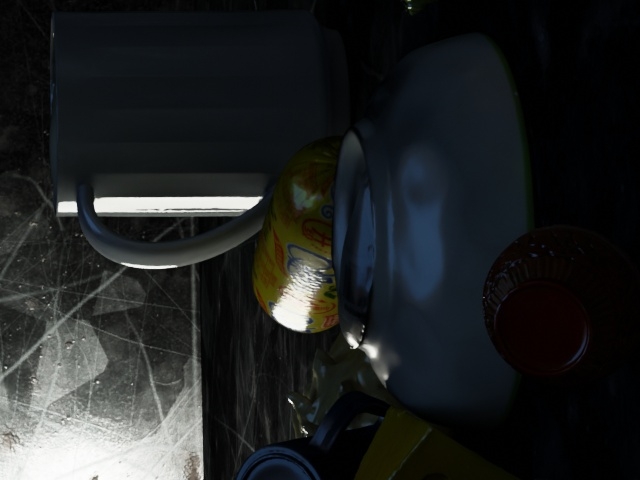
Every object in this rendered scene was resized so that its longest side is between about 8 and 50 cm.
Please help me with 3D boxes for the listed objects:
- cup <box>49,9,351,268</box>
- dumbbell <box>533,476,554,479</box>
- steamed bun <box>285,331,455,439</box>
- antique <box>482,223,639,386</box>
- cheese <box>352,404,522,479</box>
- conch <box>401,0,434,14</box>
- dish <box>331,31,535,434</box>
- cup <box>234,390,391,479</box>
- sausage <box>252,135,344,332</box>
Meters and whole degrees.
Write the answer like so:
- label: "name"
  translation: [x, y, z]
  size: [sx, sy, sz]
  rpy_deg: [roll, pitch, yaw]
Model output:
- label: "cup"
  translation: [-0.137, -0.111, 2.074]
  size: [0.237, 0.327, 0.323]
  rpy_deg: [104, 163, -54]
- label: "dumbbell"
  translation: [0.156, 0.266, 1.126]
  size: [0.081, 0.082, 0.254]
  rpy_deg: [106, 161, -60]
- label: "steamed bun"
  translation: [0.032, 0.206, 1.697]
  size: [0.295, 0.137, 0.292]
  rpy_deg: [115, 154, -73]
- label: "antique"
  translation: [0.147, 0.038, 1.108]
  size: [0.104, 0.104, 0.104]
  rpy_deg: [179, 90, -80]
- label: "cheese"
  translation: [0.062, 0.226, 1.407]
  size: [0.171, 0.093, 0.126]
  rpy_deg: [-58, 12, -3]
- label: "conch"
  translation: [0.090, -0.236, 1.467]
  size: [0.089, 0.074, 0.121]
  rpy_deg: [22, 94, 43]
- label: "dish"
  translation: [0.069, -0.005, 1.474]
  size: [0.324, 0.124, 0.324]
  rpy_deg: [179, 90, -80]
- label: "cup"
  translation: [0.008, 0.197, 1.518]
  size: [0.113, 0.138, 0.150]
  rpy_deg: [-3, 88, 37]
- label: "sausage"
  translation: [0.000, 0.000, 1.883]
  size: [0.347, 0.123, 0.123]
  rpy_deg: [109, 158, -63]
